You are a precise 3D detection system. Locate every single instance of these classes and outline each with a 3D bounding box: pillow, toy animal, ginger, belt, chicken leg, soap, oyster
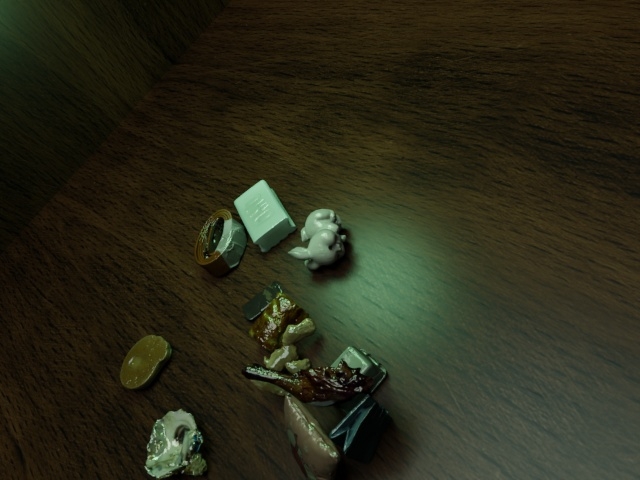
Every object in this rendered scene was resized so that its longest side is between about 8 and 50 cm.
[{"bbox_3d":[-0.025,0.527,1.274,0.084,0.236,0.223,-21,46,-27],"label":"pillow"},{"bbox_3d":[-0.004,-0.002,1.691,0.178,0.127,0.193,-11,54,28],"label":"toy animal"},{"bbox_3d":[-0.091,0.357,1.513,0.149,0.065,0.258,43,77,8],"label":"ginger"},{"bbox_3d":[-0.385,0.006,1.942,0.183,0.105,0.262,-17,48,24],"label":"belt"},{"bbox_3d":[-0.035,0.371,1.292,0.406,0.158,0.096,-6,49,38],"label":"chicken leg"},{"bbox_3d":[-0.217,-0.098,1.920,0.159,0.087,0.265,-36,46,4],"label":"soap"},{"bbox_3d":[-0.444,0.629,1.541,0.214,0.083,0.223,-17,45,17],"label":"oyster"}]

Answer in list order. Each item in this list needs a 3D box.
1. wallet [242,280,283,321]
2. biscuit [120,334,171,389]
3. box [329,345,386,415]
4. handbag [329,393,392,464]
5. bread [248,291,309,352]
[{"bbox_3d":[-0.200,0.211,1.734,0.156,0.018,0.082,-38,47,2],"label":"wallet"},{"bbox_3d":[-0.634,0.444,1.814,0.180,0.049,0.208,18,69,39],"label":"biscuit"},{"bbox_3d":[0.083,0.380,1.383,0.172,0.093,0.124,-48,47,-7],"label":"box"},{"bbox_3d":[0.107,0.461,1.220,0.057,0.221,0.144,30,75,33],"label":"handbag"},{"bbox_3d":[-0.136,0.263,1.597,0.132,0.103,0.172,31,82,43],"label":"bread"}]
